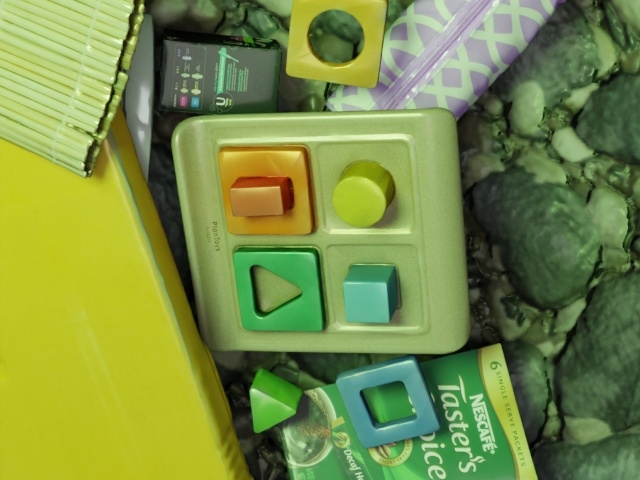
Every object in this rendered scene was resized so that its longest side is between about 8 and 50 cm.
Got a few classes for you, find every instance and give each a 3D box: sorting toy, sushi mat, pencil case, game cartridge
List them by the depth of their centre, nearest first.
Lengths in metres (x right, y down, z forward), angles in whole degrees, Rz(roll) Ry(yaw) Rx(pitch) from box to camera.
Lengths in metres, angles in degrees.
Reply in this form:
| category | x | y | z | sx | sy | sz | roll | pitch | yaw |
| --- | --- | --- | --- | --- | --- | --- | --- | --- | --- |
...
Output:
| category | x | y | z | sx | sy | sz | roll | pitch | yaw |
| --- | --- | --- | --- | --- | --- | --- | --- | --- | --- |
| sushi mat | -0.257 | -0.164 | 0.877 | 0.317 | 0.019 | 0.151 | 23 | 108 | 17 |
| sorting toy | 0.000 | 0.000 | 0.939 | 0.196 | 0.047 | 0.347 | -2 | 112 | 11 |
| pencil case | 0.094 | -0.140 | 0.966 | 0.086 | 0.088 | 0.206 | 40 | 98 | -7 |
| game cartridge | -0.222 | 0.081 | 0.970 | 0.285 | 0.052 | 0.323 | -12 | 108 | 16 |

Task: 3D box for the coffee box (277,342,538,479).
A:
| category | x | y | z | sx | sy | sz | roll | pitch | yaw |
| --- | --- | --- | --- | --- | --- | --- | --- | --- | --- |
| coffee box | 0.064 | 0.152 | 1.043 | 0.184 | 0.040 | 0.113 | -12 | 80 | -3 |

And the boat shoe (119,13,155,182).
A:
| category | x | y | z | sx | sy | sz | roll | pitch | yaw |
| --- | --- | --- | --- | --- | --- | --- | --- | --- | --- |
| boat shoe | -0.161 | -0.051 | 0.972 | 0.076 | 0.080 | 0.228 | 6 | 112 | -9 |

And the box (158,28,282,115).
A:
| category | x | y | z | sx | sy | sz | roll | pitch | yaw |
| --- | --- | --- | --- | --- | --- | --- | --- | --- | --- |
| box | -0.072 | -0.118 | 0.966 | 0.083 | 0.062 | 0.052 | 4 | 105 | -7 |
